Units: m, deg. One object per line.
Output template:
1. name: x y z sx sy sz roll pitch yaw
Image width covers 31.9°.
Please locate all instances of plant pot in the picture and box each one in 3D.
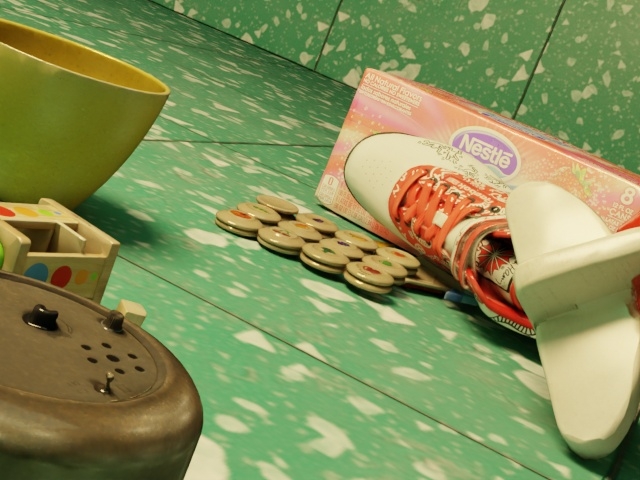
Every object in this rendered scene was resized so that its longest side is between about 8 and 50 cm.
1. plant pot: -0.173 -0.073 0.700 0.134 0.095 0.134 21 12 -5

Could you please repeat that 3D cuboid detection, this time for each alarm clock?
1. alarm clock: -0.088 0.060 0.354 0.192 0.064 0.129 32 15 28

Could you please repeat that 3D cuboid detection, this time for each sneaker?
1. sneaker: 0.116 -0.012 0.874 0.270 0.090 0.145 36 9 18

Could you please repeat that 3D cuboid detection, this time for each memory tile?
1. memory tile: 0.000 0.000 0.861 0.148 0.012 0.113 22 15 17

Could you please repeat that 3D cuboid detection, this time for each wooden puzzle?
1. wooden puzzle: 0.071 0.026 0.909 0.078 0.014 0.116 10 16 -31

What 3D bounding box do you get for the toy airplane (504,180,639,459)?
1. toy airplane: 0.306 0.009 0.662 0.272 0.386 0.384 28 -5 -38

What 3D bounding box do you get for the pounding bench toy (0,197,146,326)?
1. pounding bench toy: -0.124 0.019 0.483 0.083 0.052 0.065 29 14 30

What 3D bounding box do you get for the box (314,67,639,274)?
1. box: 0.166 -0.037 1.040 0.300 0.142 0.154 29 15 31
